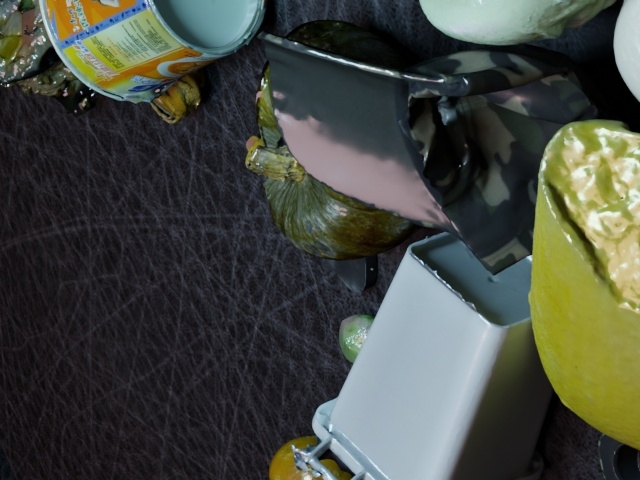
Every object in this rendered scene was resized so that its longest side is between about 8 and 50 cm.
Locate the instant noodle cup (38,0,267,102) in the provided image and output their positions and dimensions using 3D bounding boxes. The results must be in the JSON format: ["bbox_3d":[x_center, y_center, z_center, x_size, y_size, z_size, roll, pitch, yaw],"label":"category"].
[{"bbox_3d":[-0.227,-0.359,2.103,0.214,0.296,0.296,-8,102,48],"label":"instant noodle cup"}]

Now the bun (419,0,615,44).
[{"bbox_3d":[0.240,-0.322,1.548,0.283,0.179,0.283,-32,48,42],"label":"bun"}]

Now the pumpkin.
[{"bbox_3d":[0.036,-0.107,1.907,0.232,0.242,0.325,34,139,51],"label":"pumpkin"}]

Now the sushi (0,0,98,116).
[{"bbox_3d":[-0.450,-0.334,2.497,0.225,0.219,0.238,-35,47,22],"label":"sushi"}]

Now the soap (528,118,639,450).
[{"bbox_3d":[0.369,0.083,1.620,0.306,0.115,0.427,11,131,27],"label":"soap"}]

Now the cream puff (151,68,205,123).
[{"bbox_3d":[-0.236,-0.254,2.311,0.133,0.104,0.119,40,171,44],"label":"cream puff"}]

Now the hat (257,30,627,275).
[{"bbox_3d":[0.131,-0.159,1.694,0.382,0.257,0.366,42,158,26],"label":"hat"}]

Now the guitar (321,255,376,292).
[{"bbox_3d":[0.000,0.000,2.206,0.233,0.025,0.088,30,133,41],"label":"guitar"}]

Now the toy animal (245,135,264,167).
[{"bbox_3d":[-0.073,-0.120,2.204,0.159,0.070,0.083,17,124,55],"label":"toy animal"}]

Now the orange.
[{"bbox_3d":[-0.006,0.384,2.358,0.154,0.134,0.154,50,166,17],"label":"orange"}]

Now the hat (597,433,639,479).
[{"bbox_3d":[0.392,0.274,1.808,0.121,0.050,0.121,21,119,44],"label":"hat"}]

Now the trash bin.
[{"bbox_3d":[0.158,0.178,1.880,0.256,0.296,0.367,44,134,32],"label":"trash bin"}]

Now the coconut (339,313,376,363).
[{"bbox_3d":[0.066,0.146,2.156,0.082,0.081,0.083,-28,77,43],"label":"coconut"}]

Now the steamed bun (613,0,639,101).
[{"bbox_3d":[0.395,-0.210,1.448,0.228,0.131,0.177,-38,75,56],"label":"steamed bun"}]
